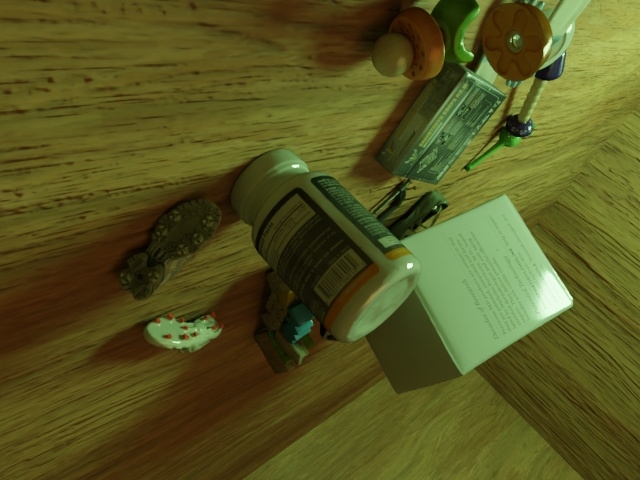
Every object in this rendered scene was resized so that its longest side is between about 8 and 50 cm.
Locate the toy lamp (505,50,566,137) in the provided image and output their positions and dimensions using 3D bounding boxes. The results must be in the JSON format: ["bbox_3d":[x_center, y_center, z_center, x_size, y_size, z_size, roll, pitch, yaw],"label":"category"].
[{"bbox_3d":[0.513,-0.358,1.299,0.080,0.080,0.274,-37,158,-17],"label":"toy lamp"}]

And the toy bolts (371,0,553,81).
[{"bbox_3d":[0.168,-0.299,0.698,0.159,0.218,0.228,-28,135,-21],"label":"toy bolts"}]

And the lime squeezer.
[{"bbox_3d":[0.530,-0.280,1.488,0.310,0.059,0.110,-33,155,-27],"label":"lime squeezer"}]

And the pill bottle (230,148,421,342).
[{"bbox_3d":[0.000,0.000,0.801,0.162,0.278,0.162,-35,156,-19],"label":"pill bottle"}]

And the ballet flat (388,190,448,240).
[{"bbox_3d":[0.244,-0.040,1.412,0.213,0.068,0.072,-44,157,1],"label":"ballet flat"}]

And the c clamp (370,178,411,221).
[{"bbox_3d":[0.151,-0.083,1.251,0.161,0.022,0.137,-44,163,-3],"label":"c clamp"}]

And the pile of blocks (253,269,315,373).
[{"bbox_3d":[-0.046,0.167,1.183,0.113,0.149,0.362,-29,153,-31],"label":"pile of blocks"}]

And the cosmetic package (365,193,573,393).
[{"bbox_3d":[0.331,0.139,1.391,0.394,0.327,0.329,-22,168,-27],"label":"cosmetic package"}]

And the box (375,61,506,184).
[{"bbox_3d":[0.237,-0.222,1.068,0.183,0.056,0.231,3,129,-49],"label":"box"}]

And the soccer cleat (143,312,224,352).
[{"bbox_3d":[-0.248,0.174,0.971,0.076,0.068,0.196,-46,160,14],"label":"soccer cleat"}]

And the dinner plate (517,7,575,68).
[{"bbox_3d":[0.461,-0.408,1.122,0.141,0.017,0.141,-10,139,-9],"label":"dinner plate"}]

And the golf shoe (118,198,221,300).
[{"bbox_3d":[-0.208,0.008,0.776,0.176,0.069,0.086,-42,178,3],"label":"golf shoe"}]

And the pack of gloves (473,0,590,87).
[{"bbox_3d":[0.387,-0.389,1.063,0.195,0.046,0.232,-16,155,-25],"label":"pack of gloves"}]

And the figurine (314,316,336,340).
[{"bbox_3d":[0.035,0.085,1.154,0.093,0.209,0.215,-4,155,5],"label":"figurine"}]
